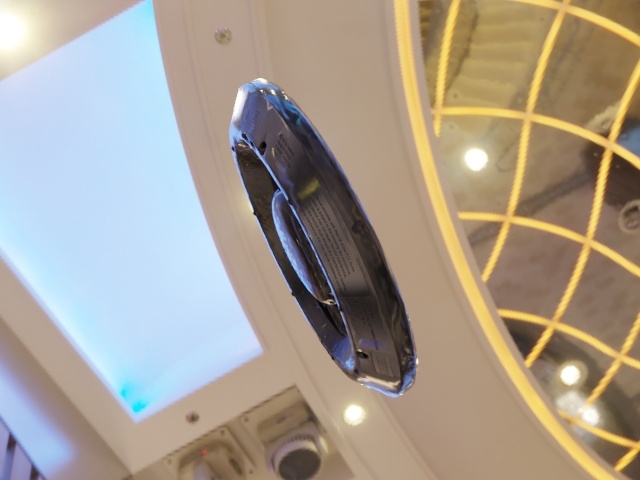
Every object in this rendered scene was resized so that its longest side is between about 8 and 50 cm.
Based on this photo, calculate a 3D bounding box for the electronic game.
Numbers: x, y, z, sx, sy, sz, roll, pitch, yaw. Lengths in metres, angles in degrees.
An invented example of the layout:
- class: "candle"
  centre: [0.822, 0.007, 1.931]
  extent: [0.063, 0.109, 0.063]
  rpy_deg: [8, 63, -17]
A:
- class: "electronic game"
  centre: [0.000, 0.000, 0.560]
  extent: [0.048, 0.229, 0.229]
  rpy_deg: [-26, -62, -10]
